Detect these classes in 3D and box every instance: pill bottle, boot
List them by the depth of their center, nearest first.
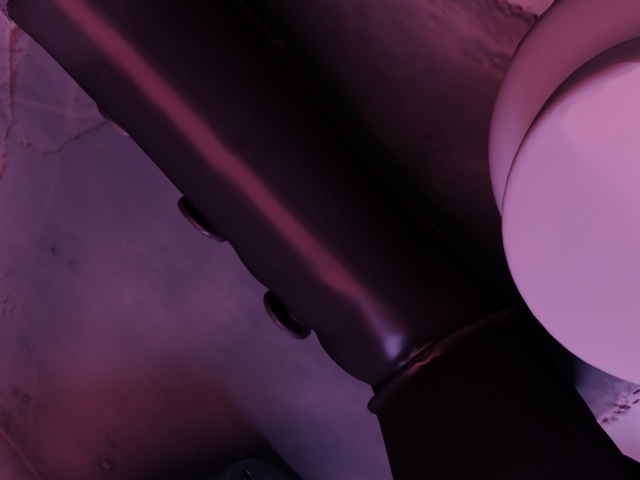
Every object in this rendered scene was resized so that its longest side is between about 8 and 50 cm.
[{"bbox_3d":[0.180,-0.060,0.499,0.176,0.318,0.176,8,115,18],"label":"pill bottle"},{"bbox_3d":[0.000,0.000,0.587,0.146,0.367,0.445,-36,96,5],"label":"boot"}]

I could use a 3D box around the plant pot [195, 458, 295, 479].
[{"bbox_3d":[-0.107,0.316,0.825,0.255,0.272,0.272,-37,95,14],"label":"plant pot"}]
